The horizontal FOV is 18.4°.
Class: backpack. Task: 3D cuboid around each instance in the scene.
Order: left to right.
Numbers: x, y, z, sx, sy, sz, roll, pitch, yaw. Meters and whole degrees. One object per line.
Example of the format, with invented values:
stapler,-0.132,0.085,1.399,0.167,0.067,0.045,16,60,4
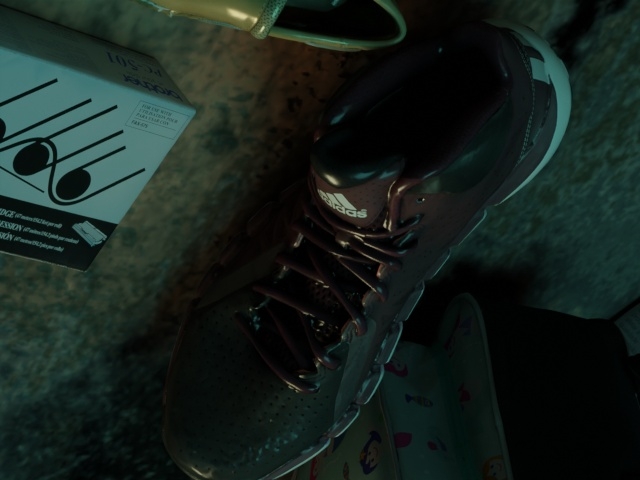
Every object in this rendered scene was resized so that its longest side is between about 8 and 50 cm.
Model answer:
backpack,0.081,0.183,1.127,0.191,0.225,0.253,5,134,-13

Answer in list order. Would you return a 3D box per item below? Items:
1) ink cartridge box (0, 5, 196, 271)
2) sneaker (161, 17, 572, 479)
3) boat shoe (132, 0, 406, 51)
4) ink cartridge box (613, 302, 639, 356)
ink cartridge box,-0.160,-0.053,0.837,0.207,0.046,0.097,15,118,-45
sneaker,0.000,0.000,0.932,0.281,0.106,0.162,-53,166,6
boat shoe,-0.037,-0.118,0.844,0.190,0.072,0.068,3,127,-40
ink cartridge box,0.341,0.086,1.349,0.330,0.071,0.324,-35,142,0
